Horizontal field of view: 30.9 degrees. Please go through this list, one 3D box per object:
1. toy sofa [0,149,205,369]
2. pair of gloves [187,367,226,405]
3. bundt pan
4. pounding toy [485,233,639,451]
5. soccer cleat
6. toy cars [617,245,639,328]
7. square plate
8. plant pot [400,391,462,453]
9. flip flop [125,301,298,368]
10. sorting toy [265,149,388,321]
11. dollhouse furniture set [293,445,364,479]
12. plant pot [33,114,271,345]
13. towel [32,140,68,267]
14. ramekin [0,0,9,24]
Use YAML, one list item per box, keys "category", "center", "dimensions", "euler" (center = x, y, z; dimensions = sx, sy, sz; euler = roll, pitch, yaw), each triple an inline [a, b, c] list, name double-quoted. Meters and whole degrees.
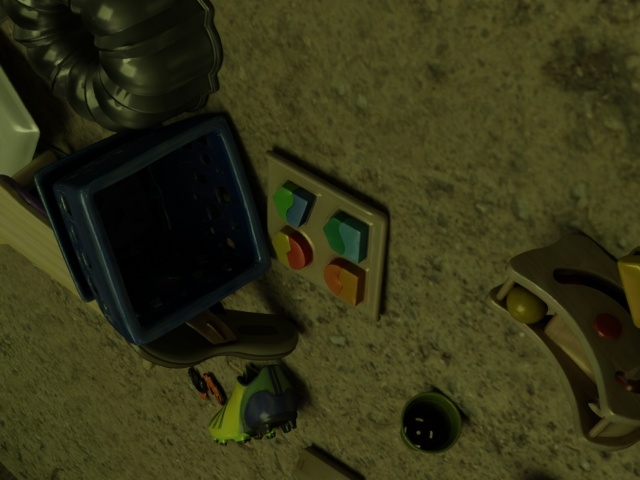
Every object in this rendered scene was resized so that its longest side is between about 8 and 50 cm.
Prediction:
- category: "toy sofa"
  center: [-0.337, 0.012, 1.780]
  dimensions: [0.362, 0.150, 0.177]
  euler: [35, 141, 10]
- category: "pair of gloves"
  center: [-0.200, 0.257, 2.032]
  dimensions: [0.083, 0.010, 0.074]
  euler: [12, 134, 48]
- category: "bundt pan"
  center: [-0.284, -0.276, 1.472]
  dimensions: [0.331, 0.124, 0.331]
  euler: [30, 143, 26]
- category: "pounding toy"
  center: [0.281, 0.136, 1.188]
  dimensions: [0.269, 0.154, 0.155]
  euler: [41, 147, 13]
- category: "soccer cleat"
  center: [-0.113, 0.267, 1.893]
  dimensions: [0.289, 0.093, 0.121]
  euler: [-34, 66, 62]
- category: "toy cars"
  center: [0.406, -0.015, 0.951]
  dimensions: [0.176, 0.087, 0.393]
  euler: [41, 144, 4]
- category: "square plate"
  center: [-0.588, -0.237, 1.899]
  dimensions: [0.344, 0.049, 0.347]
  euler: [57, 150, 7]
- category: "plant pot"
  center: [0.140, 0.254, 1.564]
  dimensions: [0.083, 0.083, 0.079]
  euler: [44, 159, 8]
- category: "flip flop"
  center: [-0.149, 0.118, 1.625]
  dimensions: [0.112, 0.277, 0.080]
  euler: [60, 136, 44]
- category: "sorting toy"
  center: [0.000, 0.000, 1.495]
  dimensions: [0.193, 0.038, 0.208]
  euler: [30, 144, 27]
- category: "dollhouse furniture set"
  center: [0.014, 0.422, 1.930]
  dimensions: [0.144, 0.123, 0.151]
  euler: [28, 107, 30]
- category: "plant pot"
  center: [-0.238, -0.030, 1.561]
  dimensions: [0.212, 0.236, 0.236]
  euler: [16, 129, 51]
- category: "towel"
  center: [-0.465, -0.040, 2.018]
  dimensions: [0.248, 0.038, 0.325]
  euler: [26, 141, 33]
- category: "ramekin"
  center: [-0.509, -0.327, 1.623]
  dimensions: [0.109, 0.207, 0.207]
  euler: [48, 149, -16]
